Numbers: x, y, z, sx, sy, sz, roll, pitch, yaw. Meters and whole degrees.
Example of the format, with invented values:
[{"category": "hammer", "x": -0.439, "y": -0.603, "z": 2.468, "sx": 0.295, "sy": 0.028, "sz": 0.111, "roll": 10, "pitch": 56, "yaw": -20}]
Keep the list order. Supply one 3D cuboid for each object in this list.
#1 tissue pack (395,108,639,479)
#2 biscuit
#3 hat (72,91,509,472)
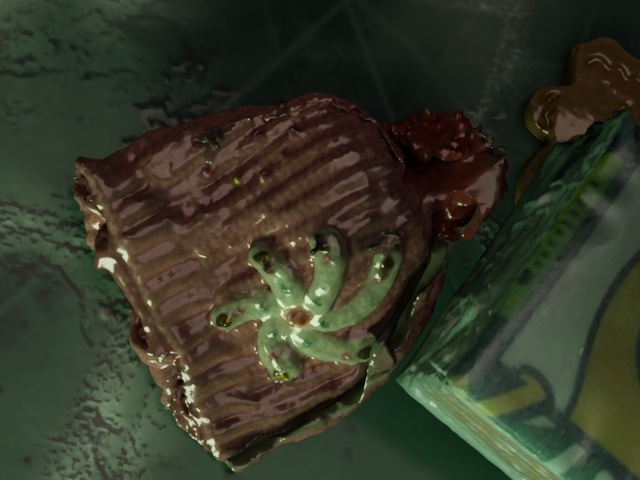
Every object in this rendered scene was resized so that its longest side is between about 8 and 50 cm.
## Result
[{"category": "tissue pack", "x": 0.239, "y": 0.098, "z": 0.968, "sx": 0.311, "sy": 0.128, "sz": 0.228, "roll": 39, "pitch": 74, "yaw": -10}, {"category": "biscuit", "x": 0.205, "y": -0.061, "z": 1.054, "sx": 0.133, "sy": 0.027, "sz": 0.184, "roll": 37, "pitch": 75, "yaw": -6}, {"category": "hat", "x": 0.000, "y": 0.000, "z": 0.955, "sx": 0.286, "sy": 0.107, "sz": 0.237, "roll": -27, "pitch": 104, "yaw": -10}]
